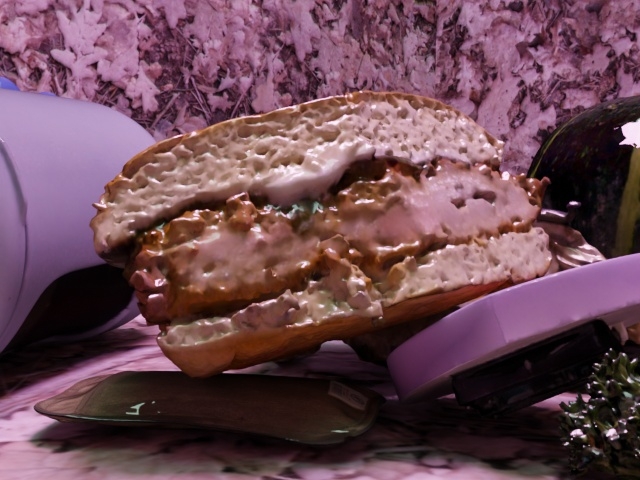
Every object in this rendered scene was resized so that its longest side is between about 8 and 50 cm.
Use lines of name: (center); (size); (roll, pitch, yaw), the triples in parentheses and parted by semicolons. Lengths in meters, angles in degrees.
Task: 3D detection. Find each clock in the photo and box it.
clock: (0.136, 0.069, 0.599); (0.198, 0.064, 0.172); (-25, -16, 16)

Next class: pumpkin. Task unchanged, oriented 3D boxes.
pumpkin: (0.347, -0.022, 0.880); (0.323, 0.241, 0.323); (1, 8, 0)

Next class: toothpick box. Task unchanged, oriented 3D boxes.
toothpick box: (-0.268, -0.027, 0.825); (0.263, 0.263, 0.355); (2, 5, 19)

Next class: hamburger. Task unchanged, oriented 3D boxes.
hamburger: (0.000, 0.000, 0.622); (0.245, 0.155, 0.282); (-25, -14, 29)

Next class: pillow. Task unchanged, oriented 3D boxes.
pillow: (-0.068, 0.105, 0.618); (0.217, 0.033, 0.130); (1, 3, 9)

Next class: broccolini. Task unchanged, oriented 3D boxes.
broccolini: (0.225, 0.106, 0.486); (0.201, 0.074, 0.058); (6, -9, 33)

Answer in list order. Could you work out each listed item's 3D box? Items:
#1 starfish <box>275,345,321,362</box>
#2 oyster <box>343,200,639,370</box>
starfish: (-0.037, 0.090, 0.814); (0.078, 0.028, 0.091); (-6, 8, -2)
oyster: (0.103, 0.028, 0.782); (0.337, 0.133, 0.198); (7, 44, 19)
